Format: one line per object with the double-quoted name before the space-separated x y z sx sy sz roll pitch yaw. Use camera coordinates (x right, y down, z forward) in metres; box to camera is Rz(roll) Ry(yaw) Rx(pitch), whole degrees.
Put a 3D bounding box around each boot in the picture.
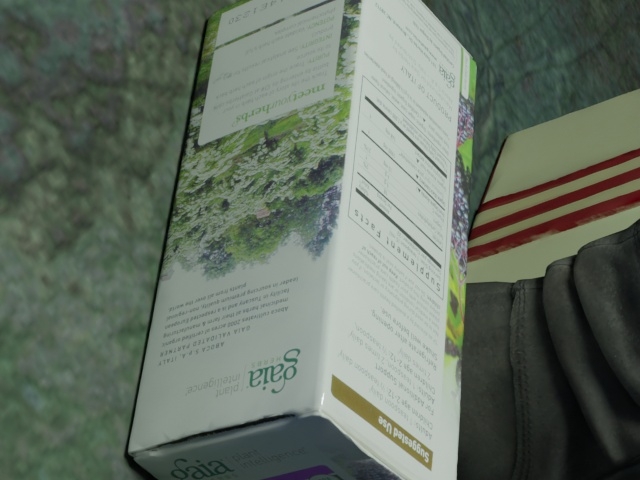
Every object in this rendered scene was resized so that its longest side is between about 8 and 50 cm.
"boot" 0.165 0.136 0.703 0.338 0.223 0.118 52 36 -28

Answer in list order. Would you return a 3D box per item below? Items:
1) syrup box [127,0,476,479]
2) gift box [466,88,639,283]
"syrup box" 0.000 0.000 0.644 0.096 0.093 0.236 40 43 -40
"gift box" 0.229 0.034 0.821 0.276 0.258 0.255 53 36 -28
